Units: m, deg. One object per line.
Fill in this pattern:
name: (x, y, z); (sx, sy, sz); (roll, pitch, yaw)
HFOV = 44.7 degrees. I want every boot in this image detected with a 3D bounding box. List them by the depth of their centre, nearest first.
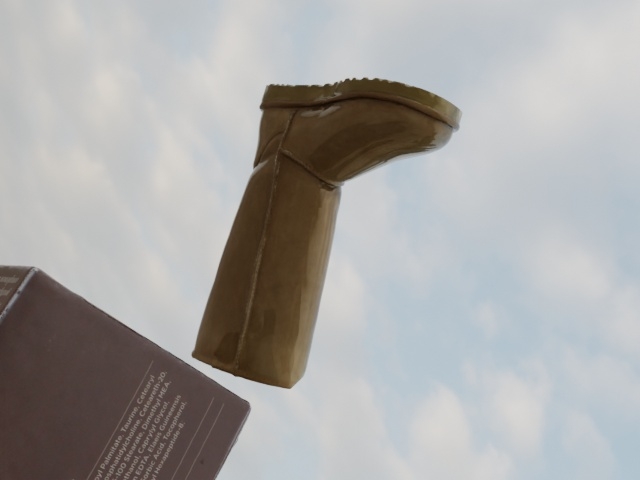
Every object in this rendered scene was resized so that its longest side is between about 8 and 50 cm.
boot: (0.000, 0.000, 0.692); (0.236, 0.089, 0.270); (10, -96, 50)

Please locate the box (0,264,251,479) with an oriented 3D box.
box: (-0.198, 0.140, 0.580); (0.203, 0.167, 0.168); (40, -23, -30)
